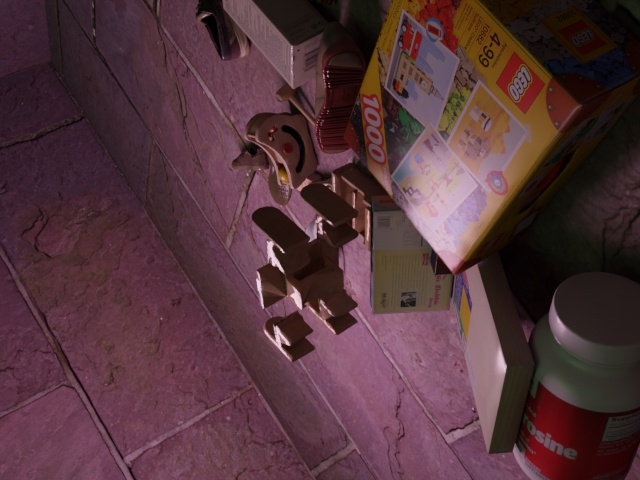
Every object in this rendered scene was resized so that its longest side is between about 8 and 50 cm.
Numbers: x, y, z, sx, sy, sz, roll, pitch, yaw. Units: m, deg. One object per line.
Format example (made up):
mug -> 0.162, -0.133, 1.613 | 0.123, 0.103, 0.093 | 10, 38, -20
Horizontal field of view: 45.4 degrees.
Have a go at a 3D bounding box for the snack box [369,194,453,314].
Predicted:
snack box -> 0.206, 0.036, 1.710 | 0.060, 0.187, 0.322 | -93, 1, -48

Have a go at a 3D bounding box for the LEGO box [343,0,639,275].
LEGO box -> 0.268, -0.231, 1.316 | 0.372, 0.193, 0.500 | 53, 153, 19

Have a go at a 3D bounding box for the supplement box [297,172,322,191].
supplement box -> -0.035, -0.162, 2.130 | 0.098, 0.036, 0.062 | 32, 142, 46

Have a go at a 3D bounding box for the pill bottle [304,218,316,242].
pill bottle -> 0.000, 0.000, 2.148 | 0.103, 0.103, 0.184 | 56, 154, 13

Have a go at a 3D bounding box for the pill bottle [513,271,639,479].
pill bottle -> 0.478, 0.262, 1.374 | 0.229, 0.229, 0.408 | 39, 146, 39

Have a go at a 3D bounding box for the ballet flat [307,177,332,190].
ballet flat -> -0.005, -0.129, 2.039 | 0.168, 0.052, 0.057 | -24, 105, 49

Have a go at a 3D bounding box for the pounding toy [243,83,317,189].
pounding toy -> -0.092, -0.261, 2.001 | 0.155, 0.154, 0.270 | 21, 134, 54

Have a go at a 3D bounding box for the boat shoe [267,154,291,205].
boat shoe -> -0.103, -0.205, 2.175 | 0.080, 0.073, 0.224 | 20, 131, 30

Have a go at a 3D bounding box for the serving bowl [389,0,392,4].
serving bowl -> 0.167, -0.465, 1.463 | 0.083, 0.027, 0.083 | 42, 148, 34

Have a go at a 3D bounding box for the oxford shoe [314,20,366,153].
oxford shoe -> 0.044, -0.343, 1.757 | 0.348, 0.123, 0.130 | 99, 162, -54

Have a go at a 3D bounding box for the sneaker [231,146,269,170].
sneaker -> -0.215, -0.255, 2.363 | 0.188, 0.066, 0.071 | 10, 108, 53

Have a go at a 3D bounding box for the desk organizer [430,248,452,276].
desk organizer -> 0.267, 0.013, 1.620 | 0.047, 0.050, 0.130 | -99, 6, -47

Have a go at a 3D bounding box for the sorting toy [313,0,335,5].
sorting toy -> -0.008, -0.548, 1.690 | 0.102, 0.042, 0.061 | 25, 137, 52

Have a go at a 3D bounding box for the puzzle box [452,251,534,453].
puzzle box -> 0.330, 0.172, 1.515 | 0.409, 0.052, 0.272 | -94, 0, -47

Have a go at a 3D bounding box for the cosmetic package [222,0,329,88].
cosmetic package -> -0.108, -0.525, 1.796 | 0.309, 0.113, 0.160 | 53, 163, 20

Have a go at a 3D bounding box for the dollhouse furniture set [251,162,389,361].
dollhouse furniture set -> 0.001, 0.010, 1.818 | 0.256, 0.394, 0.362 | 41, 147, 38

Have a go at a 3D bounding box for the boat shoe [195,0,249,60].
boat shoe -> -0.295, -0.622, 2.091 | 0.285, 0.092, 0.103 | 62, 155, 0
